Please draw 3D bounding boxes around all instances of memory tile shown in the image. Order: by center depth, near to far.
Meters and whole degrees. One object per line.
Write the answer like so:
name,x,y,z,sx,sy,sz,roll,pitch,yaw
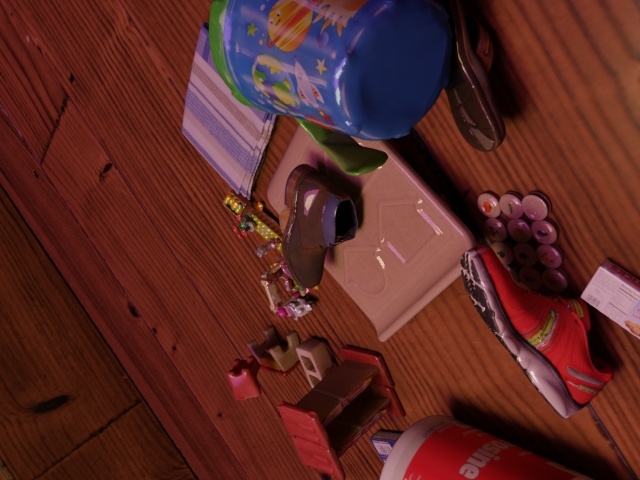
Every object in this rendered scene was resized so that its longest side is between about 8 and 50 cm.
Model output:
memory tile,0.270,0.003,0.951,0.113,0.012,0.148,6,123,50

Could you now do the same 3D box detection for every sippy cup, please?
sippy cup,0.023,-0.228,0.827,0.305,0.240,0.224,28,-173,-47

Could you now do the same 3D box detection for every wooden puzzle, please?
wooden puzzle,0.072,-0.046,1.111,0.348,0.080,0.322,53,147,12

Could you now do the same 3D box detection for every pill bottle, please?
pill bottle,0.305,0.442,1.098,0.407,0.229,0.229,14,129,45

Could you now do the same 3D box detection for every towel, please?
towel,-0.166,-0.225,1.288,0.209,0.034,0.285,46,146,13

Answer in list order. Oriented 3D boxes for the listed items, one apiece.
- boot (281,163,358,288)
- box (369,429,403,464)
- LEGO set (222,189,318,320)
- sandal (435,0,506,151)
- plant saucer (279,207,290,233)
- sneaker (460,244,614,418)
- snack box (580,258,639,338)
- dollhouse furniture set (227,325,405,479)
boot,0.000,0.000,1.095,0.106,0.082,0.219,32,136,42
box,0.201,0.491,1.451,0.136,0.036,0.225,-16,105,56
LEGO set,-0.108,0.034,1.370,0.132,0.107,0.287,-17,107,55
sandal,0.175,-0.213,0.834,0.219,0.060,0.090,65,163,-7
plant saucer,-0.037,-0.019,1.194,0.083,0.015,0.083,35,142,34
sneaker,0.283,0.100,0.925,0.279,0.118,0.107,51,-175,-18
snack box,0.405,0.098,0.855,0.178,0.022,0.064,39,143,24
dollhouse furniture set,-0.039,0.316,1.451,0.374,0.201,0.152,5,122,50
